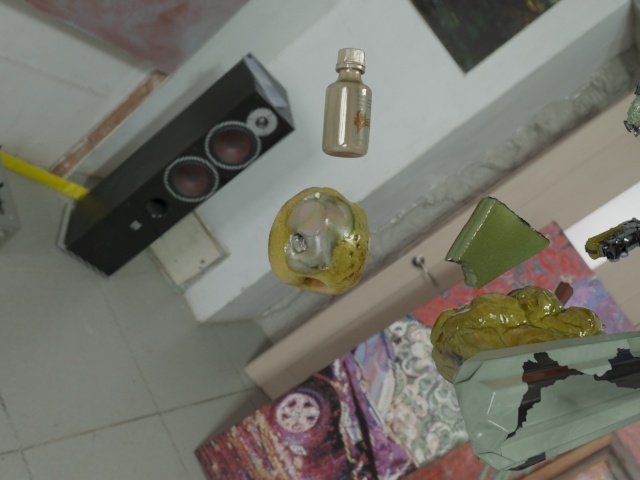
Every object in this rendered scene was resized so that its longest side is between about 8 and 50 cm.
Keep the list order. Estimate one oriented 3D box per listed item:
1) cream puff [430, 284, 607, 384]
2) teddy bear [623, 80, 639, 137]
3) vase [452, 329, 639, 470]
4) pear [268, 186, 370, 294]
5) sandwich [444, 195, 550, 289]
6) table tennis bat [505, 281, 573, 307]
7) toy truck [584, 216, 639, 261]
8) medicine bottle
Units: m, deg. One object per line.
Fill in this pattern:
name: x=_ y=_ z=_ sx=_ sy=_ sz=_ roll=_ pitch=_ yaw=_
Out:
cream puff: x=0.389 y=0.194 z=1.249 sx=0.324 sy=0.257 sz=0.291 roll=22 pitch=-28 yaw=36
teddy bear: x=0.870 y=-0.386 z=1.745 sx=0.133 sy=0.213 sz=0.111 roll=-15 pitch=61 yaw=-49
vase: x=0.368 y=0.193 z=0.888 sx=0.165 sy=0.360 sz=0.165 roll=-18 pitch=90 yaw=-79
pear: x=0.000 y=0.000 z=1.633 sx=0.271 sy=0.271 sz=0.271 roll=46 pitch=19 yaw=-21
sandwich: x=0.435 y=0.030 z=1.656 sx=0.245 sy=0.212 sz=0.063 roll=31 pitch=2 yaw=-32
table tennis bat: x=0.628 y=0.233 z=1.867 sx=0.268 sy=0.051 sz=0.414 roll=46 pitch=43 yaw=7
toy truck: x=0.584 y=-0.002 z=1.301 sx=0.063 sy=0.123 sz=0.052 roll=28 pitch=-41 yaw=68
medicine bottle: x=0.066 y=-0.329 z=1.589 sx=0.114 sy=0.114 sz=0.253 roll=7 pitch=86 yaw=-66
